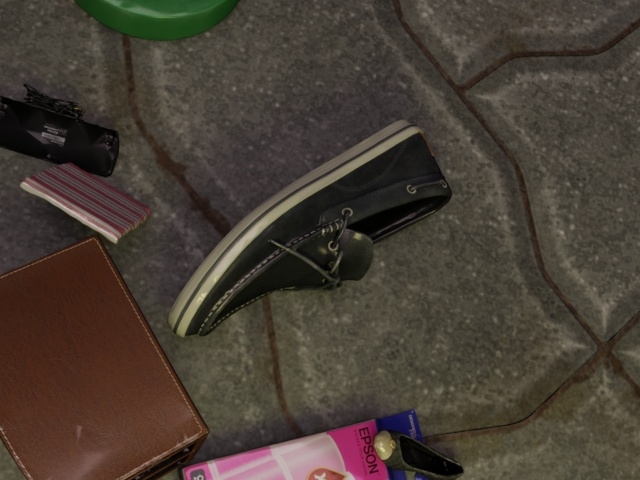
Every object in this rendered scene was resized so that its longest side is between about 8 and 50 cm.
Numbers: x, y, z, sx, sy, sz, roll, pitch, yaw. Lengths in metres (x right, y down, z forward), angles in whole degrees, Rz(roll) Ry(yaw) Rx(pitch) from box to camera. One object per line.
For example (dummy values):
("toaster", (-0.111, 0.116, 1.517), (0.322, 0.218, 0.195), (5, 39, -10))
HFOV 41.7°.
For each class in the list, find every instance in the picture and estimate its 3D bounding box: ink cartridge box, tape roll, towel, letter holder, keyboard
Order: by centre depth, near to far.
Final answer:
("letter holder", (-0.316, 0.185, 1.073), (0.214, 0.152, 0.302), (-26, 74, -26))
("towel", (-0.318, -0.051, 1.160), (0.144, 0.197, 0.029), (30, 100, -5))
("ink cartridge box", (-0.002, 0.363, 1.188), (0.371, 0.069, 0.176), (-10, 77, -19))
("keyboard", (-0.393, -0.167, 1.257), (0.192, 0.038, 0.100), (17, 94, -11))
("tape roll", (-0.266, -0.483, 1.349), (0.321, 0.077, 0.321), (4, 73, -13))

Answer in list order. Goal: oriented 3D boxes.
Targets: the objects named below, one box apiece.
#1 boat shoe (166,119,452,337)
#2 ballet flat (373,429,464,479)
("boat shoe", (0.000, 0.000, 1.227), (0.500, 0.187, 0.156), (-34, 79, -26))
("ballet flat", (0.140, 0.307, 1.210), (0.173, 0.049, 0.057), (29, 51, -36))
